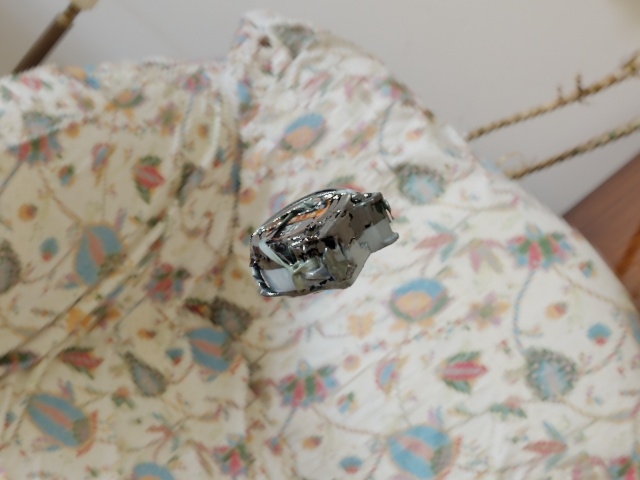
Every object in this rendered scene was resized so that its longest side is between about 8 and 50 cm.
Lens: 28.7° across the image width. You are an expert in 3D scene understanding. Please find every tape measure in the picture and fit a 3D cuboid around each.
[{"bbox_3d":[-0.001,0.000,0.835,0.091,0.094,0.054,-43,113,-38],"label":"tape measure"}]
